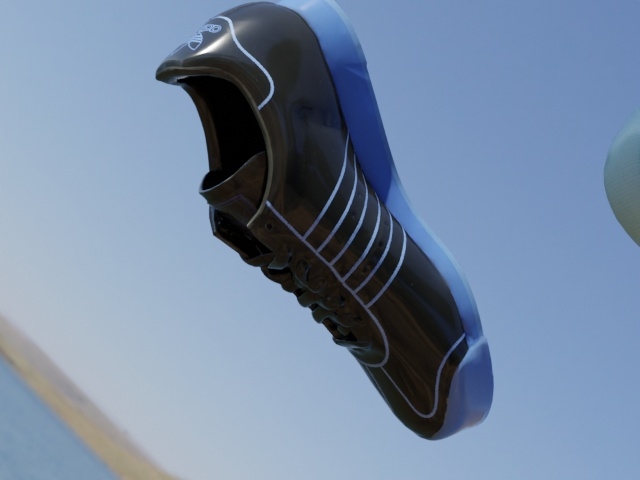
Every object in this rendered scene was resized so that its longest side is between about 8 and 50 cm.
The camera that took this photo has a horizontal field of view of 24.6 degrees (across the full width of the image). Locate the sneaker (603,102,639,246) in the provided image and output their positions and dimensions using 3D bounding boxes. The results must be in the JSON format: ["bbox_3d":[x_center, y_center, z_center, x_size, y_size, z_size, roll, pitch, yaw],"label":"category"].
[{"bbox_3d":[0.230,-0.035,0.560,0.150,0.135,0.366,-13,-13,39],"label":"sneaker"}]

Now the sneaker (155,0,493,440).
[{"bbox_3d":[0.000,0.000,0.695,0.081,0.090,0.232,-15,-80,59],"label":"sneaker"}]
